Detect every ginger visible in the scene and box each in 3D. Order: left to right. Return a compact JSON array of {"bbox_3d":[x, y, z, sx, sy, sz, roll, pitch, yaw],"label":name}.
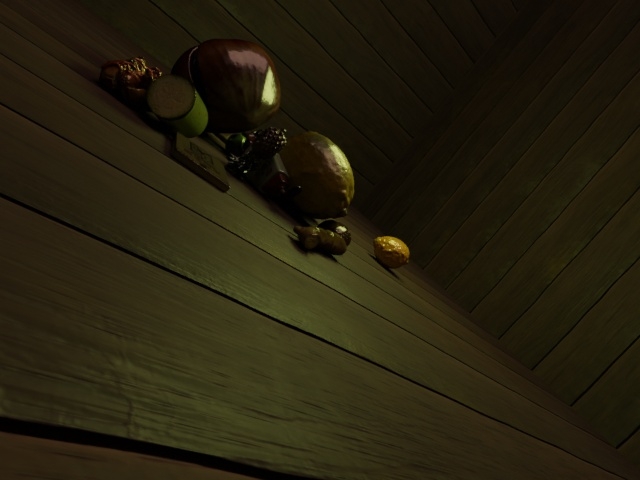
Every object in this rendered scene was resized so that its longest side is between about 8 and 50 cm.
[{"bbox_3d":[0.002,-0.003,1.381,0.118,0.065,0.299,28,4,16],"label":"ginger"}]

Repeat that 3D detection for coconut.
[{"bbox_3d":[-0.321,-0.365,1.835,0.088,0.088,0.096,44,3,31],"label":"coconut"}]

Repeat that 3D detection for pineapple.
[{"bbox_3d":[-0.197,-0.282,1.505,0.103,0.221,0.083,49,-5,13],"label":"pineapple"}]

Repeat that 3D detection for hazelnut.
[{"bbox_3d":[-0.340,-0.562,1.769,0.410,0.359,0.359,-21,52,-38],"label":"hazelnut"}]

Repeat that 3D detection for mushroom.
[{"bbox_3d":[0.043,-0.018,1.636,0.127,0.087,0.127,16,25,-8],"label":"mushroom"}]

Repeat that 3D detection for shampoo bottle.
[{"bbox_3d":[-0.158,-0.218,1.555,0.071,0.153,0.284,31,17,-53],"label":"shampoo bottle"}]

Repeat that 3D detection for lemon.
[{"bbox_3d":[-0.023,-0.216,1.667,0.285,0.286,0.315,-44,115,-81],"label":"lemon"},{"bbox_3d":[0.315,0.052,2.172,0.187,0.142,0.142,34,9,-1],"label":"lemon"}]

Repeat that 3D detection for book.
[{"bbox_3d":[-0.315,-0.210,1.254,0.161,0.026,0.231,35,10,-26],"label":"book"}]

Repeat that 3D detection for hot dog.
[{"bbox_3d":[-0.513,-0.458,1.402,0.158,0.117,0.349,37,9,-7],"label":"hot dog"}]

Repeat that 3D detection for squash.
[{"bbox_3d":[-0.390,-0.361,1.365,0.132,0.132,0.247,40,-5,4],"label":"squash"}]

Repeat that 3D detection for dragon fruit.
[{"bbox_3d":[-0.209,-0.318,1.799,0.188,0.182,0.182,57,11,9],"label":"dragon fruit"}]

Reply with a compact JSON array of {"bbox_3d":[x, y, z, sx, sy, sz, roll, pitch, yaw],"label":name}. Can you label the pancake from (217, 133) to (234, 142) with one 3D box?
[{"bbox_3d":[-0.375,-0.432,2.096,0.222,0.042,0.236,35,10,-38],"label":"pancake"}]
